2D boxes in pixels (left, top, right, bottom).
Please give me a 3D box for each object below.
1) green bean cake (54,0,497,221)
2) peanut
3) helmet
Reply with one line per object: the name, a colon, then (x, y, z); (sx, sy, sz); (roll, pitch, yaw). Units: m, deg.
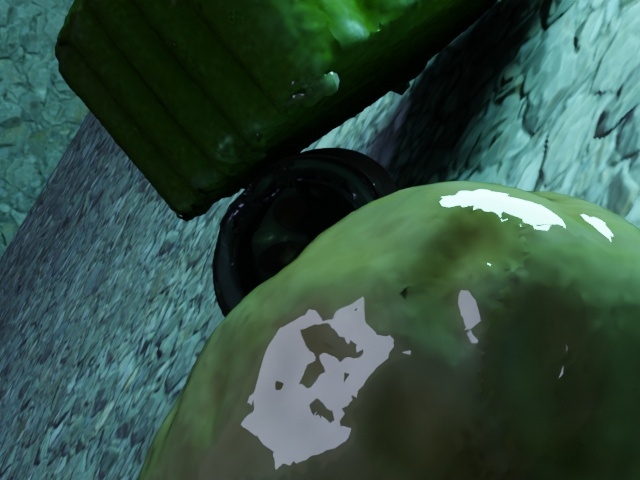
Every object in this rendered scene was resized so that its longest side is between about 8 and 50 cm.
green bean cake: (-0.005, -0.152, 1.073); (0.250, 0.156, 0.247); (-37, -2, -28)
peanut: (0.001, 0.151, 0.609); (0.387, 0.170, 0.192); (-59, 43, 26)
helmet: (0.000, 0.000, 1.060); (0.123, 0.098, 0.070); (-52, -12, 30)
